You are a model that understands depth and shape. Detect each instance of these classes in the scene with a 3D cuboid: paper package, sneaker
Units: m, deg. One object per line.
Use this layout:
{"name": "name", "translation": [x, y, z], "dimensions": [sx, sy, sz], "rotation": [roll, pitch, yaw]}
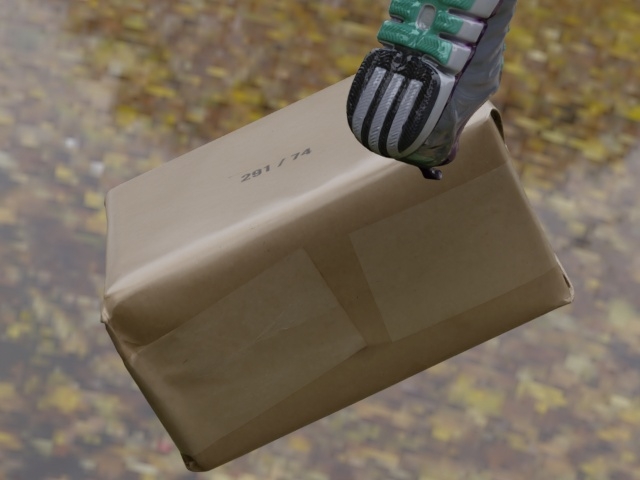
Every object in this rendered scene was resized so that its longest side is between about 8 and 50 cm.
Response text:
{"name": "paper package", "translation": [0.000, 0.000, 1.569], "dimensions": [0.325, 0.168, 0.309], "rotation": [-25, 18, 2]}
{"name": "sneaker", "translation": [0.094, -0.149, 1.269], "dimensions": [0.083, 0.224, 0.098], "rotation": [28, 0, 31]}
